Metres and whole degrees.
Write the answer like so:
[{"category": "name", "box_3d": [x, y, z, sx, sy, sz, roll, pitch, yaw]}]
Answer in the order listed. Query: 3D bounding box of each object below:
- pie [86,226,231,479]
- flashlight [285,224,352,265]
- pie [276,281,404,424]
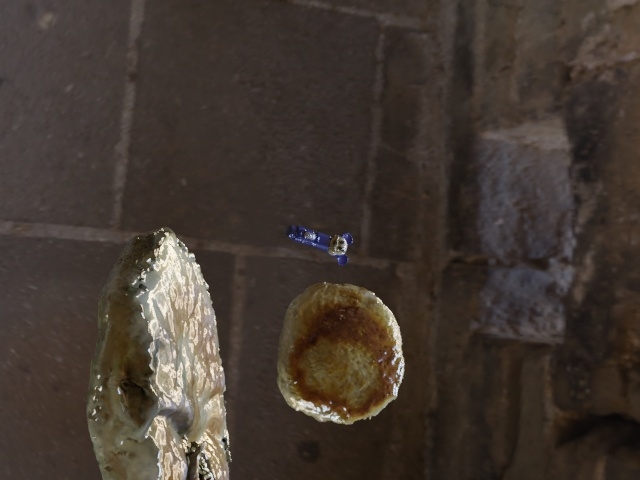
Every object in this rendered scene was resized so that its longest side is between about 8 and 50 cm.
[{"category": "pie", "box_3d": [-0.145, 0.148, 1.101, 0.075, 0.337, 0.338, -9, 93, 7]}, {"category": "flashlight", "box_3d": [0.000, 0.000, 1.929, 0.121, 0.035, 0.057, 19, 78, -23]}, {"category": "pie", "box_3d": [0.031, 0.161, 1.646, 0.178, 0.084, 0.205, 16, 69, -17]}]
